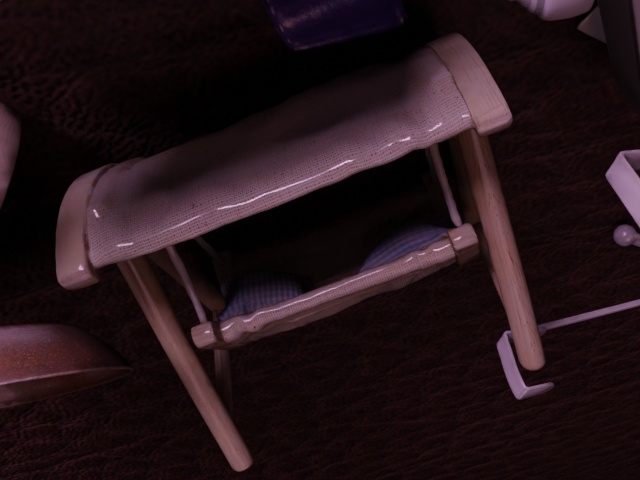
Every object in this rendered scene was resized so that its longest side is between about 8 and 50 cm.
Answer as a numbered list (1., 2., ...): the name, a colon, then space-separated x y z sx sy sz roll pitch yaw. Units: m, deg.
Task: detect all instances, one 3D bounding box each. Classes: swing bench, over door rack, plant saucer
1. swing bench: 0.000 0.000 0.502 0.253 0.165 0.255 -19 134 6
2. over door rack: 0.293 -0.027 0.575 0.324 0.108 0.240 -21 148 -23
3. plant saucer: -0.213 0.082 0.421 0.198 0.036 0.198 -12 170 -2

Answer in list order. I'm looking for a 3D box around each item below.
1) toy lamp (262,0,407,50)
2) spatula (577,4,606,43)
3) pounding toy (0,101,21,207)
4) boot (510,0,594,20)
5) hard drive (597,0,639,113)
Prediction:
1. toy lamp: 0.095 -0.183 0.376 0.274 0.080 0.080 -24 140 13
2. spatula: 0.321 -0.175 0.504 0.242 0.019 0.168 12 133 -29
3. pounding toy: -0.278 -0.026 0.405 0.154 0.154 0.269 23 147 -38
4. boot: 0.029 -0.203 0.281 0.123 0.095 0.258 -14 111 10
5. hard drive: 0.293 -0.202 0.374 0.307 0.040 0.203 -36 154 15
